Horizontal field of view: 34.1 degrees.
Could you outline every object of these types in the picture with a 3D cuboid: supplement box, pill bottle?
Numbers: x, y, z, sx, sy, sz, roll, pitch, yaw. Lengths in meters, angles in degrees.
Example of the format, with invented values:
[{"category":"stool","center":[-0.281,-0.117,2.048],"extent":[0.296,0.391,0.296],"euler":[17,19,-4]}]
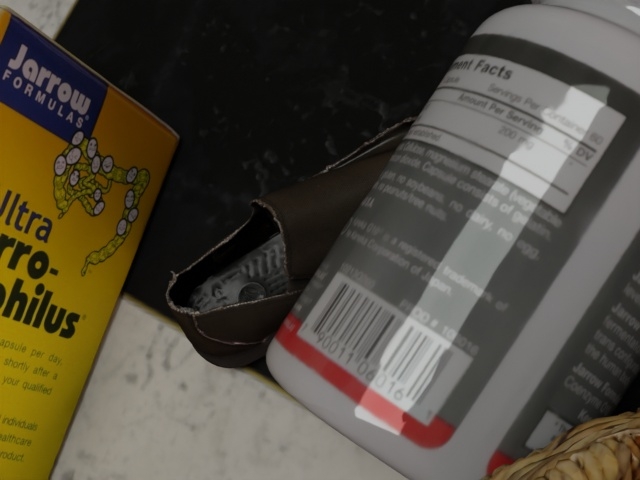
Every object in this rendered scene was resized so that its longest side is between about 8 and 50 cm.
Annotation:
[{"category":"supplement box","center":[-0.274,0.040,0.672],"extent":[0.194,0.195,0.356],"euler":[15,79,29]},{"category":"pill bottle","center":[0.112,-0.013,0.526],"extent":[0.161,0.161,0.283],"euler":[32,87,31]}]

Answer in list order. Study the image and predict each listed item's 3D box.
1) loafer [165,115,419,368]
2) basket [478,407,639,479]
[{"category":"loafer","center":[0.000,0.000,0.622],"extent":[0.220,0.078,0.080],"euler":[-38,60,9]},{"category":"basket","center":[0.169,0.154,0.331],"extent":[0.299,0.223,0.213],"euler":[-10,83,-2]}]
